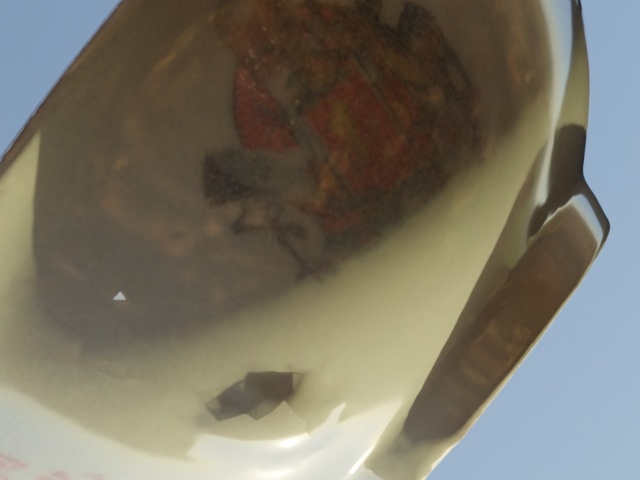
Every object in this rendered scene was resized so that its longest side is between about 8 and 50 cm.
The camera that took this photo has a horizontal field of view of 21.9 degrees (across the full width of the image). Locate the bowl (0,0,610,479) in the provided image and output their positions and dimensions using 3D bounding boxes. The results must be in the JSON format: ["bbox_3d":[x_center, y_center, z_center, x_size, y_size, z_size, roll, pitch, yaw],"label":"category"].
[{"bbox_3d":[0.000,0.000,0.595,0.157,0.345,0.345,39,-111,3],"label":"bowl"}]
